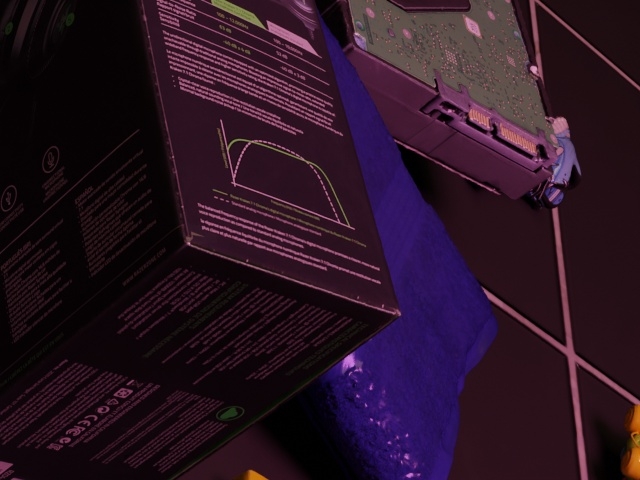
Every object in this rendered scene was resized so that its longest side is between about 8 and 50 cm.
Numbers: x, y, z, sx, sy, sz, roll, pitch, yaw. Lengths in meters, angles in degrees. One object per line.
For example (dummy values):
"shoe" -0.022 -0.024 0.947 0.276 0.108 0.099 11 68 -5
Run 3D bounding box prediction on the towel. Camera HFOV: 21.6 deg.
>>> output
"towel" 0.000 0.000 1.065 0.308 0.076 0.228 59 29 -20

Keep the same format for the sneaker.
"sneaker" 0.188 -0.063 1.444 0.162 0.063 0.073 -17 77 -57

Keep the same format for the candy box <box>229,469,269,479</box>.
"candy box" -0.012 0.233 0.919 0.105 0.027 0.206 37 35 -31

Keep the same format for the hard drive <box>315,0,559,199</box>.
"hard drive" 0.060 -0.211 1.301 0.237 0.064 0.339 23 42 -38

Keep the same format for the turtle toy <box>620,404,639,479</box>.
"turtle toy" 0.267 0.192 1.289 0.095 0.066 0.130 24 39 -3

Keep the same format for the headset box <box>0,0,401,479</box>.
"headset box" -0.117 -0.034 0.835 0.131 0.246 0.283 20 43 -41
